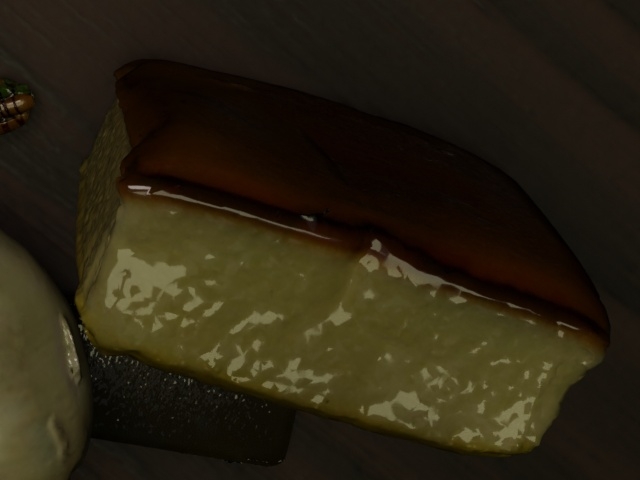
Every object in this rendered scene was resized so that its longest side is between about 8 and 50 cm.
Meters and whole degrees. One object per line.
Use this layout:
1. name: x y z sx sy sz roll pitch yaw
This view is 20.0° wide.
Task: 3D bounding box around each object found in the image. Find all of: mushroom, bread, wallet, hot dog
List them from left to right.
1. mushroom: -0.344 0.115 1.266 0.356 0.315 0.315 4 107 -41
2. hot dog: -0.268 -0.091 1.324 0.122 0.037 0.049 -13 109 -2
3. wallet: -0.112 0.110 1.401 0.198 0.031 0.110 10 104 -10
4. bread: 0.000 0.000 1.232 0.324 0.333 0.143 17 106 -13
